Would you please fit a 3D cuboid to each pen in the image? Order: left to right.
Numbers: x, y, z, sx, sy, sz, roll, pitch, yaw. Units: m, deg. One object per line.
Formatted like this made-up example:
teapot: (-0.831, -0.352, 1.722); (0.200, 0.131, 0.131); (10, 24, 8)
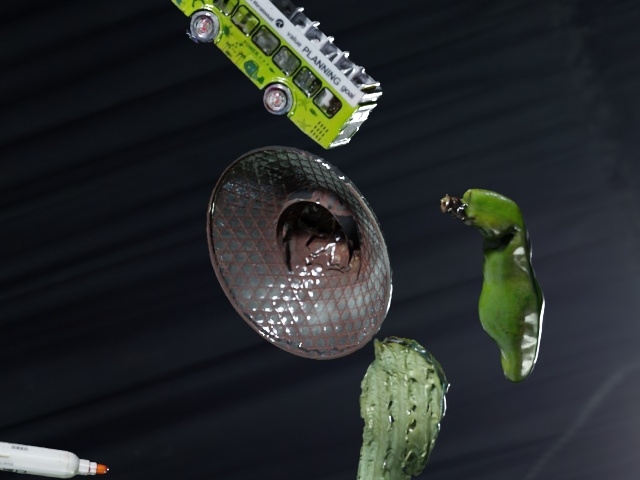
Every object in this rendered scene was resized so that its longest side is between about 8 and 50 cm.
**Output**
pen: (-0.285, 0.179, 1.391); (0.026, 0.218, 0.026); (-170, -90, -72)

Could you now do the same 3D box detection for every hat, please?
hat: (0.000, 0.000, 1.416); (0.082, 0.193, 0.193); (-31, 104, -49)

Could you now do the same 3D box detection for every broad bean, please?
broad bean: (0.149, 0.029, 1.344); (0.195, 0.061, 0.046); (66, -6, -34)

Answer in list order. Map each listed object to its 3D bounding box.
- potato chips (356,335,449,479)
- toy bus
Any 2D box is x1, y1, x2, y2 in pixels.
potato chips: (0.083, 0.194, 1.742); (0.028, 0.092, 0.207); (-61, 158, -64)
toy bus: (-0.052, -0.261, 2.155); (0.302, 0.139, 0.113); (45, 19, 7)
